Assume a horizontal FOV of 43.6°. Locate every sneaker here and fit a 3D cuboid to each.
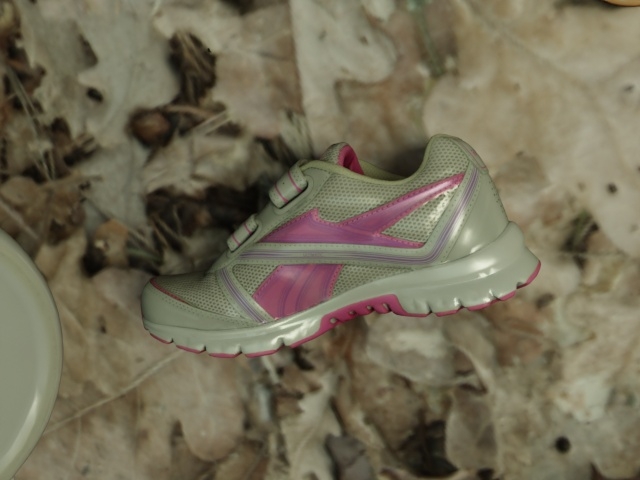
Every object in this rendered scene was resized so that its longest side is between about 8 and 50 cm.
[{"bbox_3d":[0.000,0.000,0.502,0.253,0.103,0.111,-14,94,12],"label":"sneaker"}]

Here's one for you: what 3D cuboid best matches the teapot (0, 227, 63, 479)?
[{"bbox_3d":[-0.317,0.081,0.551,0.187,0.253,0.255,6,89,43],"label":"teapot"}]

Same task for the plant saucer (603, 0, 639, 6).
[{"bbox_3d":[0.179,-0.175,0.449,0.084,0.013,0.083,3,103,15],"label":"plant saucer"}]
